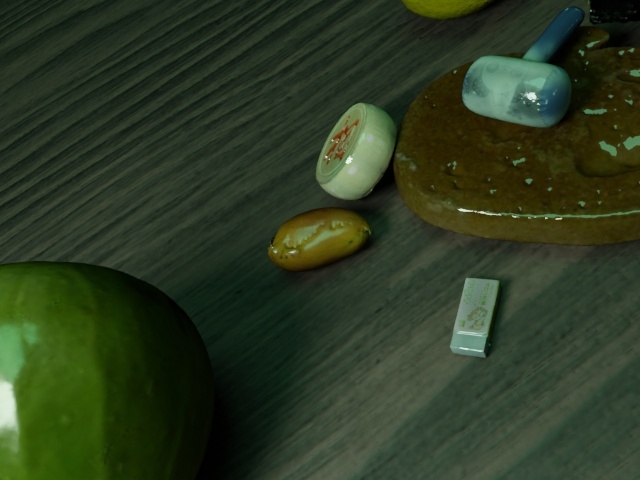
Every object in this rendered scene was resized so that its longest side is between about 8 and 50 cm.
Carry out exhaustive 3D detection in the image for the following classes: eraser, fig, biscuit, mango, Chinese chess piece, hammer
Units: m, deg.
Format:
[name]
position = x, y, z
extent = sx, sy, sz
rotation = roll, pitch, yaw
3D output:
[eraser]
position = 0.161, 0.079, 0.736
extent = 0.038, 0.019, 0.083
rotation = 4, 57, 26
[fig]
position = -0.241, 0.183, 0.673
extent = 0.316, 0.316, 0.316
rotation = -13, 51, 16
[biscuit]
position = 0.269, -0.127, 0.818
extent = 0.367, 0.063, 0.314
rotation = 4, 53, 26
[mango]
position = 0.000, 0.000, 0.844
extent = 0.127, 0.063, 0.077
rotation = -16, 45, 6
[Chinese chess piece]
position = 0.043, -0.109, 0.878
extent = 0.122, 0.051, 0.122
rotation = -49, 26, 35
[hammer]
position = 0.251, -0.207, 0.810
extent = 0.116, 0.069, 0.194
rotation = 21, 58, 36

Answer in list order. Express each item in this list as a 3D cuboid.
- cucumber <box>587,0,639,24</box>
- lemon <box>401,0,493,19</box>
[cucumber]
position = 0.460, -0.307, 0.839
extent = 0.303, 0.072, 0.081
rotation = -5, 52, 6
[lemon]
position = 0.186, -0.402, 0.993
extent = 0.193, 0.180, 0.180
rotation = -45, 46, 17
